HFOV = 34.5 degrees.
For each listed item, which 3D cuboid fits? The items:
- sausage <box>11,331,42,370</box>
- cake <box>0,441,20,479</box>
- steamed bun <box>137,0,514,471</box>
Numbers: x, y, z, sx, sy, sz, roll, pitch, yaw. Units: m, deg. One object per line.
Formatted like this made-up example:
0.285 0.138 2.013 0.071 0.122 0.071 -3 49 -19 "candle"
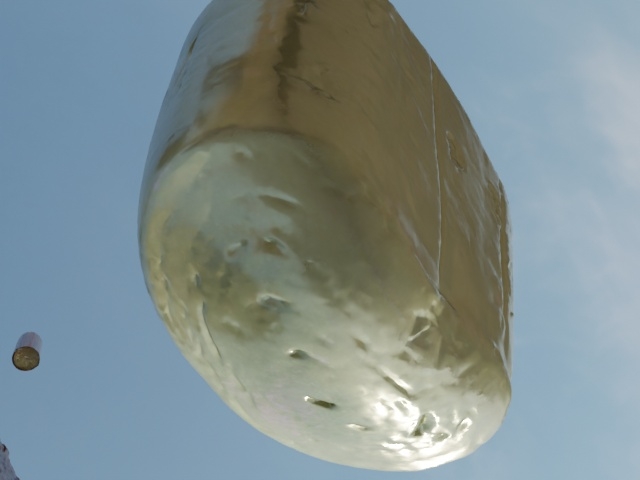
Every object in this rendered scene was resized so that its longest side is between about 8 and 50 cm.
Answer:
-0.337 0.125 1.185 0.031 0.107 0.031 -1 -84 -13 "sausage"
-0.290 0.272 0.821 0.150 0.177 0.283 -13 -141 -15 "cake"
0.000 0.000 1.004 0.456 0.289 0.371 53 -151 -32 "steamed bun"
